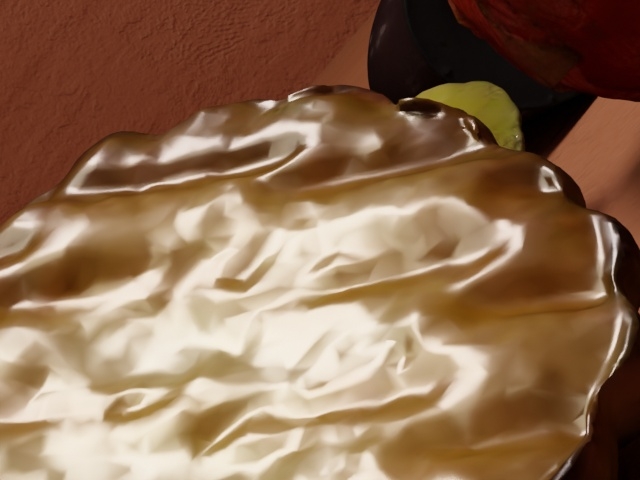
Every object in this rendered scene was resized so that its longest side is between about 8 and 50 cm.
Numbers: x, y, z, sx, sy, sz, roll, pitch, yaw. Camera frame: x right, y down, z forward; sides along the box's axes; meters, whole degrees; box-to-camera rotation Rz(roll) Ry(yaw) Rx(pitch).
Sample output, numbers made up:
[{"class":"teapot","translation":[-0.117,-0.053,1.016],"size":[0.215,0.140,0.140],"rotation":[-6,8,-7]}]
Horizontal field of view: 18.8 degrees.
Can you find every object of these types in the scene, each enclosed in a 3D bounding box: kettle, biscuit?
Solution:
[{"class":"kettle","translation":[0.102,-0.110,1.293],"size":[0.232,0.144,0.202],"rotation":[134,143,-78]},{"class":"biscuit","translation":[-0.030,0.072,0.727],"size":[0.325,0.107,0.326],"rotation":[-15,38,12]}]

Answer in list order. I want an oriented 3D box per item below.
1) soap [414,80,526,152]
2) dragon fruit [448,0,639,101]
[{"class":"soap","translation":[-0.036,0.114,0.954],"size":[0.306,0.115,0.427],"rotation":[-39,11,49]},{"class":"dragon fruit","translation":[0.153,-0.184,0.906],"size":[0.252,0.241,0.241],"rotation":[-35,12,21]}]
